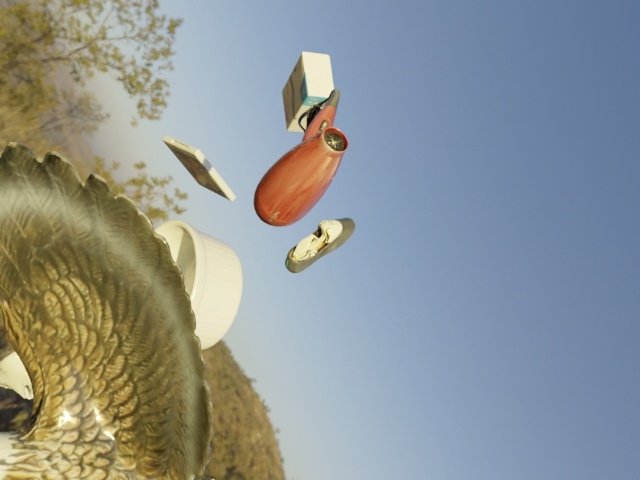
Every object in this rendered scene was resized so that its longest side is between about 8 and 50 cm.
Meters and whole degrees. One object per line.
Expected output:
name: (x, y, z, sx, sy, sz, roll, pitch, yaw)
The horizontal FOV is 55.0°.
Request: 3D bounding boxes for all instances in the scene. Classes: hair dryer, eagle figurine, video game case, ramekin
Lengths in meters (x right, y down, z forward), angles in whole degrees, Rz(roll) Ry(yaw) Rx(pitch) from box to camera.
hair dryer: (-0.029, -0.125, 0.858, 0.223, 0.080, 0.293, -66, -162, 5)
eagle figurine: (-0.163, 0.113, 0.412, 0.225, 0.226, 0.298, 42, 44, -63)
video game case: (-0.349, -0.206, 1.766, 0.183, 0.023, 0.201, 27, -20, 42)
ramekin: (-0.291, 0.106, 1.321, 0.135, 0.277, 0.277, 21, 22, -42)

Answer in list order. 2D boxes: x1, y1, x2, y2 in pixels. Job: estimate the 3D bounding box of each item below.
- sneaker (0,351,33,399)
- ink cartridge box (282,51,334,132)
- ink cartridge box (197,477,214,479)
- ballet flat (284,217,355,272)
sneaker: (-0.585, 0.268, 1.188, 0.212, 0.080, 0.094, -28, -80, 49)
ink cartridge box: (-0.034, -0.295, 1.286, 0.180, 0.060, 0.104, 135, -49, -61)
ink cartridge box: (-0.144, 0.444, 0.800, 0.212, 0.154, 0.093, 52, -31, 4)
ballet flat: (0.000, 0.000, 1.435, 0.074, 0.203, 0.074, 48, -16, 19)
